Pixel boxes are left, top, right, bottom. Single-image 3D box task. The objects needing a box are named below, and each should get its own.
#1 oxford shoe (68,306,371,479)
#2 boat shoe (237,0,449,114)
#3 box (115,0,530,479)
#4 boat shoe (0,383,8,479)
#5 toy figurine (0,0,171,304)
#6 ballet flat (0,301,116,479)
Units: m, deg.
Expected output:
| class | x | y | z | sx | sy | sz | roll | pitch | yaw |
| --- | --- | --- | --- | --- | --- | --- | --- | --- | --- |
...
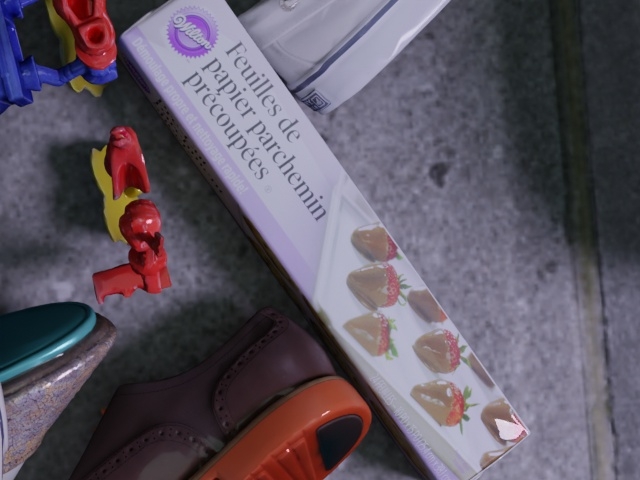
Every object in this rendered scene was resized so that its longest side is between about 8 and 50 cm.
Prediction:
| class | x | y | z | sx | sy | sz | roll | pitch | yaw |
| --- | --- | --- | --- | --- | --- | --- | --- | --- | --- |
| oxford shoe | -0.104 | 0.144 | 1.043 | 0.271 | 0.097 | 0.098 | -35 | 62 | -3 |
| boat shoe | 0.062 | -0.195 | 1.069 | 0.088 | 0.096 | 0.267 | 44 | 90 | -12 |
| box | 0.000 | 0.000 | 1.064 | 0.063 | 0.067 | 0.324 | -37 | 97 | -10 |
| boat shoe | -0.214 | 0.194 | 0.901 | 0.127 | 0.158 | 0.340 | 0 | 119 | -19 |
| toy figurine | -0.224 | -0.123 | 0.964 | 0.217 | 0.191 | 0.362 | -15 | 91 | -7 |
| ballet flat | -0.251 | 0.129 | 1.005 | 0.316 | 0.107 | 0.106 | -19 | 113 | -6 |
